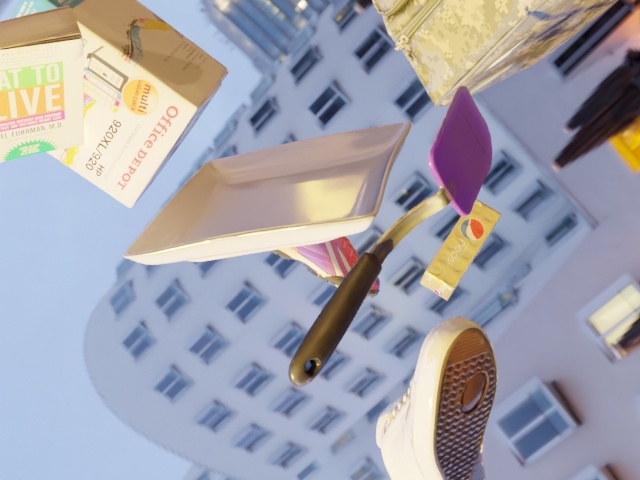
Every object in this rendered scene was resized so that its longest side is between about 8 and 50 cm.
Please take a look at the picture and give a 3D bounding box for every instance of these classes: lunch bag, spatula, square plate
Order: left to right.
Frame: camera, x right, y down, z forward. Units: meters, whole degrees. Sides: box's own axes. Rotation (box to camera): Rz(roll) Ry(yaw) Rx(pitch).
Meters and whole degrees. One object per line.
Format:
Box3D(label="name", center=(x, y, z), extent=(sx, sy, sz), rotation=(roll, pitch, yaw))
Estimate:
Box3D(label="square plate", center=(-0.055, -0.063, 1.284), extent=(0.347, 0.343, 0.049), rotation=(-64, -40, -61))
Box3D(label="spatula", center=(0.064, 0.001, 0.766), extent=(0.030, 0.296, 0.084), rotation=(19, 155, 49))
Box3D(label="lunch bag", center=(0.183, -0.328, 1.006), extent=(0.212, 0.305, 0.256), rotation=(-26, -96, -24))

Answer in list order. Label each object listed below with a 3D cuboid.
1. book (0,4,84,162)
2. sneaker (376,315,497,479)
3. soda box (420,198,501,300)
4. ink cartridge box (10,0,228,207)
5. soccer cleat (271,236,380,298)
Box3D(label="book", center=(-0.242, -0.119, 0.741), extent=(0.096, 0.144, 0.035), rotation=(-17, -114, -21))
Box3D(label="sneaker", center=(0.100, 0.180, 0.927), extent=(0.106, 0.290, 0.123), rotation=(-32, -134, -32))
Box3D(label="soda box", center=(0.253, 0.015, 1.656), extent=(0.061, 0.181, 0.058), rotation=(32, 157, 9))
Box3D(label="ink cartridge box", center=(-0.265, -0.193, 1.131), extent=(0.232, 0.171, 0.168), rotation=(35, -154, -10))
Box3D(label="soccer cleat", center=(0.000, 0.000, 1.598), extent=(0.318, 0.116, 0.108), rotation=(30, 179, -30))
